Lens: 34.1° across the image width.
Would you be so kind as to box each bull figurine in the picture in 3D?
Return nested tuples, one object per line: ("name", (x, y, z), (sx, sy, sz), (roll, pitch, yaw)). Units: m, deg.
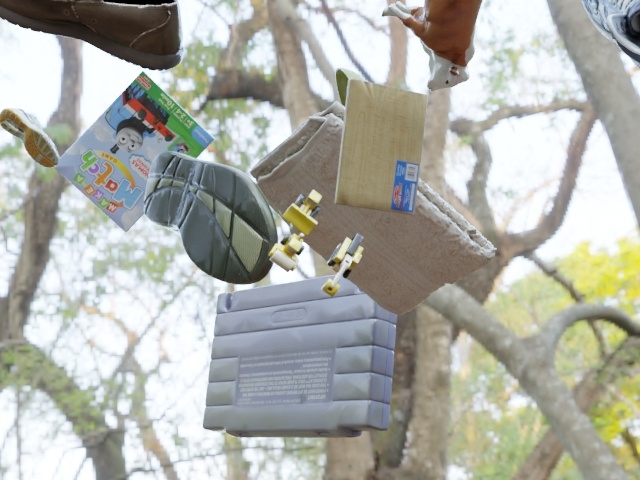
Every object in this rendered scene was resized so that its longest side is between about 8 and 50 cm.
("bull figurine", (0.212, -0.413, 1.865), (0.188, 0.101, 0.310), (26, -41, 10))

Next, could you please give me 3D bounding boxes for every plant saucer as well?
("plant saucer", (0.092, -0.229, 2.033), (0.037, 0.241, 0.241), (-22, -28, -6))

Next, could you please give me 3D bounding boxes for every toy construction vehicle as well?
("toy construction vehicle", (0.000, 0.000, 0.992), (0.086, 0.098, 0.035), (39, -47, -4))

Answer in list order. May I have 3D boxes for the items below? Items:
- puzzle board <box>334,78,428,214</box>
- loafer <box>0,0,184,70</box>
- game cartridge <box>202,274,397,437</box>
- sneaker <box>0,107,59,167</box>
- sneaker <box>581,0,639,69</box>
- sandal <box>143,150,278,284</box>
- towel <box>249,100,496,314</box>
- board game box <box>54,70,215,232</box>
("puzzle board", (0.062, -0.095, 1.073), (0.096, 0.128, 0.011), (7, -1, -30))
("loafer", (-0.382, -0.395, 1.669), (0.365, 0.134, 0.130), (18, -60, -6))
("game cartridge", (-0.034, 0.174, 1.534), (0.068, 0.230, 0.355), (15, -18, -43))
("sneaker", (-0.307, -0.114, 1.127), (0.032, 0.083, 0.037), (-44, -3, 21))
("sneaker", (0.320, -0.238, 1.037), (0.099, 0.282, 0.153), (-41, -41, 18))
("sandal", (-0.122, -0.038, 1.248), (0.086, 0.303, 0.120), (17, -80, -34))
("towel", (0.057, -0.030, 1.272), (0.282, 0.049, 0.187), (40, -42, -13))
("board game box", (-0.301, -0.143, 1.690), (0.160, 0.039, 0.211), (43, -88, -10))
